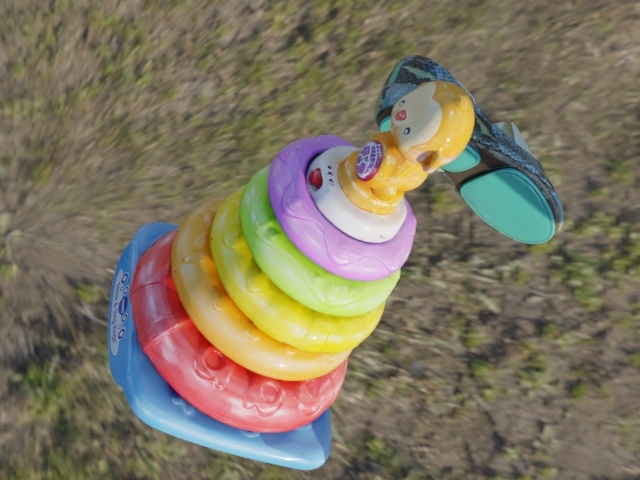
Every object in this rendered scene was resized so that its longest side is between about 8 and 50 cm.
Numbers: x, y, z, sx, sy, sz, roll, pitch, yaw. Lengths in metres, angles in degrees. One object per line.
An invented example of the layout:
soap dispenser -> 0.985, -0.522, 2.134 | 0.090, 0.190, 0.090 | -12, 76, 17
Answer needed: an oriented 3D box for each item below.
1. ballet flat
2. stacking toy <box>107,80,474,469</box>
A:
ballet flat -> 0.109, -0.066, 1.149 | 0.188, 0.070, 0.070 | 38, 83, -41
stacking toy -> 0.000, 0.000, 1.066 | 0.165, 0.302, 0.175 | 20, 46, -25
